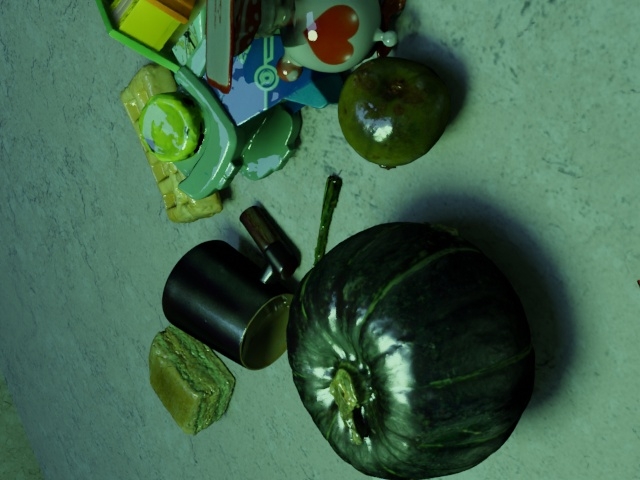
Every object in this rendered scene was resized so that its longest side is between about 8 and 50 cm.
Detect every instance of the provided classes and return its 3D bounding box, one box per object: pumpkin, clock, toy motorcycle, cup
[{"bbox_3d":[0.107,0.134,1.081,0.323,0.241,0.323,21,118,45],"label":"pumpkin"},{"bbox_3d":[-0.182,-0.391,1.145,0.255,0.106,0.220,-48,44,20],"label":"clock"},{"bbox_3d":[-0.077,-0.204,1.197,0.200,0.191,0.326,48,123,11],"label":"toy motorcycle"},{"bbox_3d":[-0.200,-0.319,1.363,0.148,0.060,0.188,22,126,43],"label":"clock"},{"bbox_3d":[-0.139,0.080,1.429,0.177,0.166,0.239,31,133,34],"label":"cup"}]

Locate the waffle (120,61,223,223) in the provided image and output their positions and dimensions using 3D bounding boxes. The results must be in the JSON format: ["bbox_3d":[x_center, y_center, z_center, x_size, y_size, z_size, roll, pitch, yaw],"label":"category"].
[{"bbox_3d":[-0.255,-0.160,1.503,0.168,0.057,0.274,-12,100,65],"label":"waffle"}]

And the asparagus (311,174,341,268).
[{"bbox_3d":[0.000,0.000,1.327,0.023,0.022,0.233,11,127,-3],"label":"asparagus"}]

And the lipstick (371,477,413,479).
[{"bbox_3d":[0.083,0.310,1.368,0.059,0.059,0.264,-31,85,54],"label":"lipstick"}]

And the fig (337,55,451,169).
[{"bbox_3d":[0.086,-0.126,1.065,0.133,0.126,0.185,6,131,7],"label":"fig"}]

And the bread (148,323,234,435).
[{"bbox_3d":[-0.267,0.269,1.747,0.196,0.102,0.138,47,138,25],"label":"bread"}]

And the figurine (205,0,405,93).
[{"bbox_3d":[-0.010,-0.267,1.037,0.160,0.226,0.183,-134,45,-67],"label":"figurine"}]

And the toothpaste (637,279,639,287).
[{"bbox_3d":[0.393,0.061,0.855,0.193,0.045,0.071,-16,96,60],"label":"toothpaste"}]
